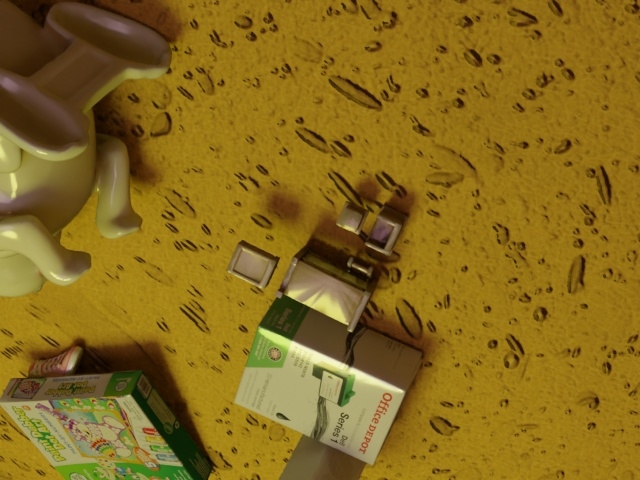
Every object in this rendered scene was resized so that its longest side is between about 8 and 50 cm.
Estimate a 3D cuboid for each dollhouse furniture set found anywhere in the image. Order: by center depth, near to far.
[{"bbox_3d":[0.000,0.000,1.528,0.181,0.101,0.161,26,102,5],"label":"dollhouse furniture set"}]

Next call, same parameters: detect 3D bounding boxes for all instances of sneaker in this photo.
[{"bbox_3d":[-0.417,0.202,1.823,0.070,0.051,0.134,28,131,-4],"label":"sneaker"}]

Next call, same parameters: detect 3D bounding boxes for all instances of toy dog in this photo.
[{"bbox_3d":[-0.421,-0.088,1.496,0.395,0.285,0.408,22,131,-1],"label":"toy dog"}]

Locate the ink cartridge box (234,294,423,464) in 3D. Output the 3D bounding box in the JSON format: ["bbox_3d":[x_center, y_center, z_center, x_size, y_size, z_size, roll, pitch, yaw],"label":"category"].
[{"bbox_3d":[0.011,0.191,1.623,0.219,0.093,0.160,23,127,7],"label":"ink cartridge box"}]

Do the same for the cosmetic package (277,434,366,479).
[{"bbox_3d":[-0.010,0.349,1.641,0.060,0.239,0.099,-8,117,27],"label":"cosmetic package"}]

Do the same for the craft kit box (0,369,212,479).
[{"bbox_3d":[-0.330,0.302,1.820,0.246,0.061,0.250,-5,133,28],"label":"craft kit box"}]
